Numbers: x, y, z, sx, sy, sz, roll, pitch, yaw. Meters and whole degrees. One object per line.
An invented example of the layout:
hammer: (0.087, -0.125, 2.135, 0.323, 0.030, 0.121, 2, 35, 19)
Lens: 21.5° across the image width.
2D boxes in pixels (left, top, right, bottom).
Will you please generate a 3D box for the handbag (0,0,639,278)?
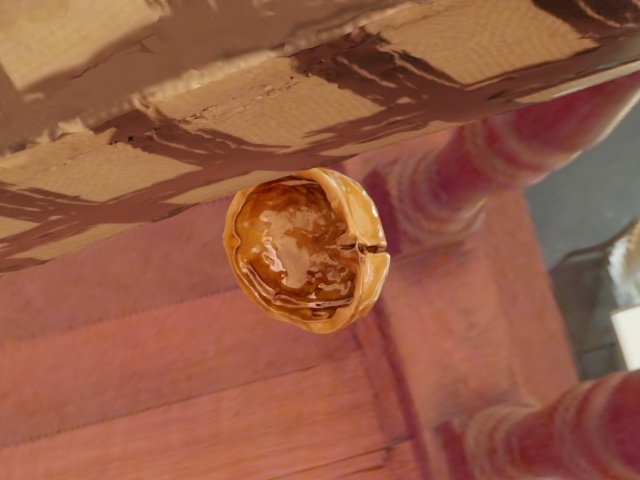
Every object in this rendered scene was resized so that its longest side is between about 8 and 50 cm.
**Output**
handbag: (-0.048, -0.176, 0.490, 0.162, 0.325, 0.327, 6, 70, -56)

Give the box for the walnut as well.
walnut: (0.000, -0.001, 1.639, 0.087, 0.211, 0.167, -15, 107, -39)
